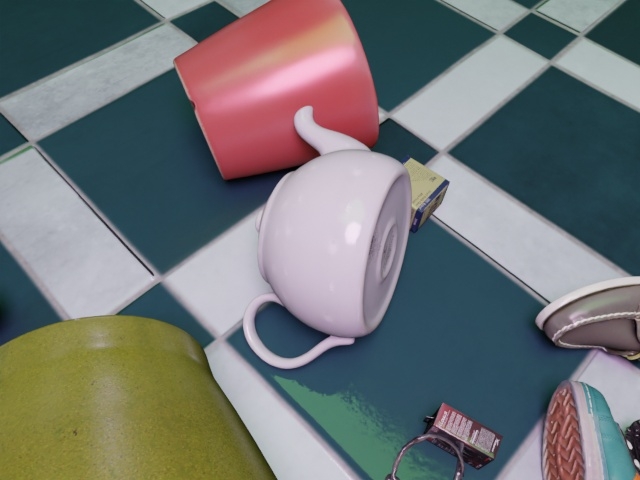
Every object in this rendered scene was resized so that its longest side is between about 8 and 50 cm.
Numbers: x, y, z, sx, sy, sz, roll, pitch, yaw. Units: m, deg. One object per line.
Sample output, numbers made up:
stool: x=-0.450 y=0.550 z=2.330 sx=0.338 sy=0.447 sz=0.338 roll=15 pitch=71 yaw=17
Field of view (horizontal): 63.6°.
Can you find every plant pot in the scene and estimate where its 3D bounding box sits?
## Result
plant pot: x=-0.177 y=0.266 z=0.428 sx=0.367 sy=0.366 sz=0.352 roll=-17 pitch=47 yaw=-14
plant pot: x=-0.075 y=-0.227 z=0.800 sx=0.243 sy=0.274 sz=0.274 roll=-23 pitch=60 yaw=-8

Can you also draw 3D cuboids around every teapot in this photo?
teapot: x=0.000 y=0.000 z=0.667 sx=0.187 sy=0.252 sz=0.256 roll=12 pitch=44 yaw=20

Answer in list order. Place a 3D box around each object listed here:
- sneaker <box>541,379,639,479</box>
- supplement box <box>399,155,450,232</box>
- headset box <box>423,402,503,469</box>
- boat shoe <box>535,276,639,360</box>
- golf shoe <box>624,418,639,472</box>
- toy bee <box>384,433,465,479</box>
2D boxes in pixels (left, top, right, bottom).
sneaker: x=0.325 y=0.305 z=0.550 sx=0.121 sy=0.108 sz=0.301 roll=3 pitch=64 yaw=-2
supplement box: x=0.143 y=-0.074 z=0.816 sx=0.083 sy=0.056 sz=0.083 roll=35 pitch=61 yaw=19
headset box: x=0.162 y=0.230 z=0.611 sx=0.083 sy=0.062 sz=0.032 roll=26 pitch=58 yaw=13
boat shoe: x=0.440 y=0.110 z=0.679 sx=0.305 sy=0.109 sz=0.091 roll=-3 pitch=52 yaw=-10
golf shoe: x=0.445 y=0.283 z=0.593 sx=0.094 sy=0.077 sz=0.198 roll=-25 pitch=67 yaw=-31
toy bee: x=0.116 y=0.338 z=0.505 sx=0.196 sy=0.162 sz=0.298 roll=16 pitch=81 yaw=-2
